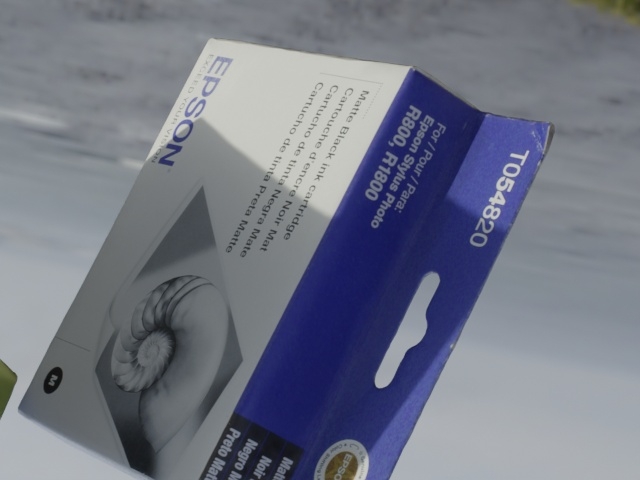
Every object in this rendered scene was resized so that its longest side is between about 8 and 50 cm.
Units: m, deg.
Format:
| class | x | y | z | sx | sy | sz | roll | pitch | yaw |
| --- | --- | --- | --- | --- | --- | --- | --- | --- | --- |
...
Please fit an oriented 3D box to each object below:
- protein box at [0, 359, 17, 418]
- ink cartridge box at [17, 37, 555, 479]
| class | x | y | z | sx | sy | sz | roll | pitch | yaw |
| --- | --- | --- | --- | --- | --- | --- | --- | --- | --- |
| protein box | -0.275 | 0.118 | 0.855 | 0.136 | 0.201 | 0.200 | 48 | -156 | -19 |
| ink cartridge box | -0.025 | 0.017 | 0.867 | 0.045 | 0.223 | 0.224 | 34 | 167 | -39 |
